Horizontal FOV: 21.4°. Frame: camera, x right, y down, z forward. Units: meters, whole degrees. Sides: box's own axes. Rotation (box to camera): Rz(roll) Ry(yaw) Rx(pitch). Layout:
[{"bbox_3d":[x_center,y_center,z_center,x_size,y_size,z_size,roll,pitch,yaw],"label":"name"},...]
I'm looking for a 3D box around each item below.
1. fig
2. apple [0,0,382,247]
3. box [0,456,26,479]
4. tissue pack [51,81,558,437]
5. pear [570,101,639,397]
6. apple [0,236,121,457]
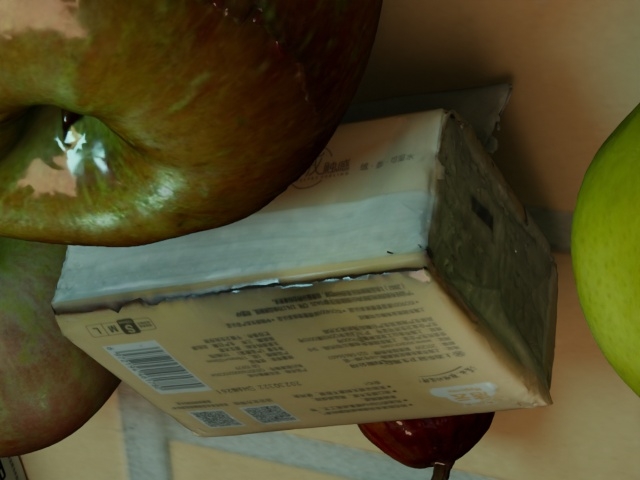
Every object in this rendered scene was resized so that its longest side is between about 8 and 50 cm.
[{"bbox_3d":[0.079,0.124,1.313,0.128,0.150,0.128,3,127,4],"label":"fig"},{"bbox_3d":[-0.144,-0.183,1.062,0.384,0.374,0.374,-4,124,10],"label":"apple"},{"bbox_3d":[-0.384,0.250,1.604,0.145,0.173,0.333,2,125,21],"label":"box"},{"bbox_3d":[0.000,0.000,1.224,0.305,0.238,0.239,-8,121,30],"label":"tissue pack"},{"bbox_3d":[0.349,0.005,0.960,0.418,0.362,0.362,-2,124,41],"label":"pear"},{"bbox_3d":[-0.255,0.049,1.348,0.256,0.257,0.234,12,150,16],"label":"apple"}]
